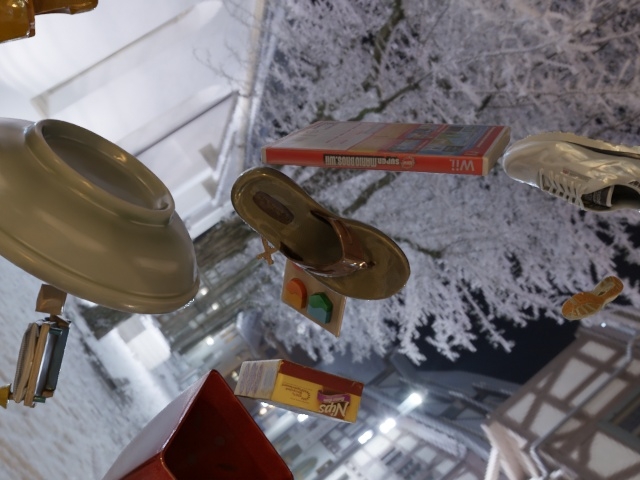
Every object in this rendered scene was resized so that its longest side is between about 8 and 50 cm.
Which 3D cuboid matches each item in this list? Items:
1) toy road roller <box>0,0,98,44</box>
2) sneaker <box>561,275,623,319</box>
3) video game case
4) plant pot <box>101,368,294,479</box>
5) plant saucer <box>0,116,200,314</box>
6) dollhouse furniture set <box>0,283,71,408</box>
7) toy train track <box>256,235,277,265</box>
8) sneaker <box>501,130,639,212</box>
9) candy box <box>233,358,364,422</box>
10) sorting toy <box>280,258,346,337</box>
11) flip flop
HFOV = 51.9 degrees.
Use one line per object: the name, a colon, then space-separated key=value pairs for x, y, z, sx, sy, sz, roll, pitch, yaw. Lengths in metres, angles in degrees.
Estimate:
toy road roller: x=-0.424 y=-0.334 z=0.801 sx=0.329 sy=0.241 sz=0.202 roll=32 pitch=-43 yaw=49
sneaker: x=0.320 y=0.075 z=0.776 sx=0.032 sy=0.083 sz=0.037 roll=58 pitch=-13 yaw=30
video game case: x=0.093 y=-0.127 z=0.870 sx=0.285 sy=0.204 sz=0.025 roll=5 pitch=-69 yaw=22
plant pot: x=-0.234 y=0.429 z=1.113 sx=0.267 sy=0.236 sz=0.267 roll=57 pitch=18 yaw=-11
plant saucer: x=-0.315 y=-0.065 z=0.901 sx=0.400 sy=0.100 sz=0.400 roll=35 pitch=13 yaw=-9
dollhouse furniture set: x=-0.503 y=0.126 z=1.027 sx=0.198 sy=0.303 sz=0.286 roll=12 pitch=-7 yaw=-15
toy train track: x=-0.100 y=0.009 z=1.234 sx=0.014 sy=0.048 sz=0.083 roll=28 pitch=42 yaw=-61
sneaker: x=0.377 y=-0.095 z=0.968 sx=0.235 sy=0.095 sz=0.090 roll=11 pitch=-31 yaw=33
candy box: x=-0.034 y=0.189 z=0.833 sx=0.109 sy=0.053 sz=0.187 roll=20 pitch=-18 yaw=-17
sorting toy: x=-0.018 y=0.088 z=1.435 sx=0.208 sy=0.038 sz=0.193 roll=31 pitch=-58 yaw=40
flip flop: x=0.000 y=0.000 z=0.890 sx=0.277 sy=0.112 sz=0.080 roll=36 pitch=14 yaw=-16
